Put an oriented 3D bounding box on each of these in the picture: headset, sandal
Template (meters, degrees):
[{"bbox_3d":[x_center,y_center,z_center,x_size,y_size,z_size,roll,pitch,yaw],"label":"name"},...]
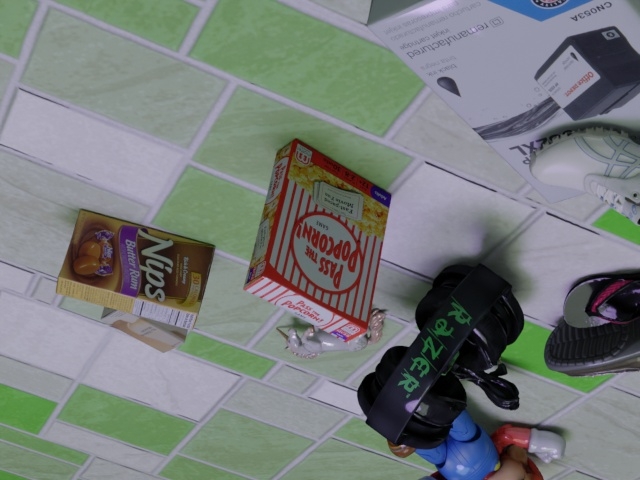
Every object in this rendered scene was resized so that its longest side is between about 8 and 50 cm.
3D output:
[{"bbox_3d":[0.177,0.164,1.712,0.185,0.243,0.394,36,180,10],"label":"headset"},{"bbox_3d":[0.377,0.073,1.658,0.179,0.040,0.067,-17,114,33],"label":"sandal"}]

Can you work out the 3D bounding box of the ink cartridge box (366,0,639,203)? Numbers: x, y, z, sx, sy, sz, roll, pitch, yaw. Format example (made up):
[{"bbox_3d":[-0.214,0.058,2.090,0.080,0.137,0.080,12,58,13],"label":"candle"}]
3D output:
[{"bbox_3d":[0.227,-0.187,1.246,0.223,0.129,0.307,-18,137,38],"label":"ink cartridge box"}]

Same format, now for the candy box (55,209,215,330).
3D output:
[{"bbox_3d":[-0.241,0.038,1.761,0.186,0.109,0.053,16,147,-7],"label":"candy box"}]

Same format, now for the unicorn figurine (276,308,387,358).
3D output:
[{"bbox_3d":[0.009,0.131,1.864,0.162,0.060,0.111,8,146,7],"label":"unicorn figurine"}]

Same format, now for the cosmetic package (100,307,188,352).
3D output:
[{"bbox_3d":[-0.253,0.115,1.943,0.115,0.041,0.060,31,142,-27],"label":"cosmetic package"}]

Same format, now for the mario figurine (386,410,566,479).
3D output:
[{"bbox_3d":[0.248,0.346,2.018,0.198,0.170,0.320,-20,134,37],"label":"mario figurine"}]

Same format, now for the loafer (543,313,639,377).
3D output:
[{"bbox_3d":[0.405,0.135,1.711,0.251,0.094,0.087,-14,135,34],"label":"loafer"}]

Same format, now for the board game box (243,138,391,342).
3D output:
[{"bbox_3d":[0.000,0.000,1.546,0.146,0.193,0.045,28,144,-25],"label":"board game box"}]

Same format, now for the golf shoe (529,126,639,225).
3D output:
[{"bbox_3d":[0.277,-0.055,1.236,0.176,0.086,0.069,-1,149,20],"label":"golf shoe"}]
